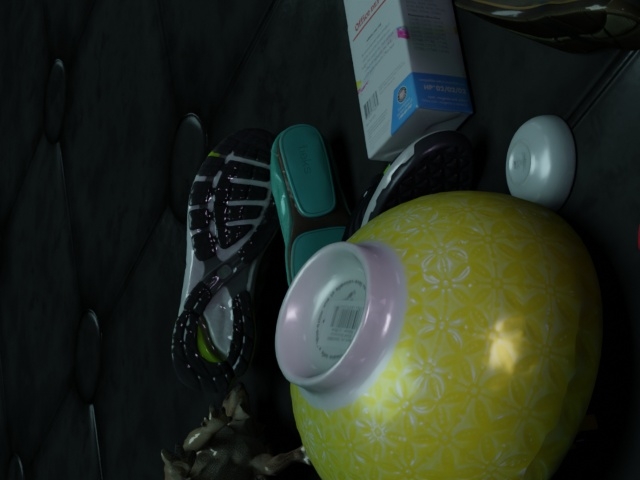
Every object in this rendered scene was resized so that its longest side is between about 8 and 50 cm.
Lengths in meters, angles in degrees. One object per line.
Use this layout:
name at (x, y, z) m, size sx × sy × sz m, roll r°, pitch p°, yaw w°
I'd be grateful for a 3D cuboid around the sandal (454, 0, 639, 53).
sandal at (0.184, -0.185, 1.220) m, size 0.219 × 0.090 × 0.060 m, roll 13°, pitch 82°, yaw 67°

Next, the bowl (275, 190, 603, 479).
bowl at (0.060, 0.080, 1.229) m, size 0.289 × 0.156 × 0.289 m, roll -33°, pitch 46°, yaw 41°

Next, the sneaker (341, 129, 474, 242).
sneaker at (0.063, -0.034, 1.464) m, size 0.235 × 0.084 × 0.097 m, roll 119°, pitch 146°, yaw -44°

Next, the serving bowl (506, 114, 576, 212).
serving bowl at (0.173, -0.062, 1.293) m, size 0.083 × 0.027 × 0.083 m, roll -177°, pitch 90°, yaw -67°

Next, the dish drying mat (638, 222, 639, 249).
dish drying mat at (0.252, -0.003, 1.134) m, size 0.083 × 0.008 × 0.032 m, roll -160°, pitch 74°, yaw -65°

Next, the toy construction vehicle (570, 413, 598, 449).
toy construction vehicle at (0.180, 0.126, 1.256) m, size 0.098 × 0.035 × 0.086 m, roll -40°, pitch 60°, yaw 58°

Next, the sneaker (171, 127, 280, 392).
sneaker at (-0.104, 0.020, 1.801) m, size 0.121 × 0.111 × 0.300 m, roll 116°, pitch 168°, yaw -87°

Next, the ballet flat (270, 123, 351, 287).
ballet flat at (0.000, 0.000, 1.627) m, size 0.087 × 0.083 × 0.247 m, roll 87°, pitch 173°, yaw -61°

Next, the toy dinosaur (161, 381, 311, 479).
toy dinosaur at (-0.119, 0.269, 1.682) m, size 0.127 × 0.295 × 0.200 m, roll 43°, pitch 146°, yaw 4°

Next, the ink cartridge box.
ink cartridge box at (0.078, -0.175, 1.474) m, size 0.104 × 0.061 × 0.181 m, roll 134°, pitch 133°, yaw -55°
